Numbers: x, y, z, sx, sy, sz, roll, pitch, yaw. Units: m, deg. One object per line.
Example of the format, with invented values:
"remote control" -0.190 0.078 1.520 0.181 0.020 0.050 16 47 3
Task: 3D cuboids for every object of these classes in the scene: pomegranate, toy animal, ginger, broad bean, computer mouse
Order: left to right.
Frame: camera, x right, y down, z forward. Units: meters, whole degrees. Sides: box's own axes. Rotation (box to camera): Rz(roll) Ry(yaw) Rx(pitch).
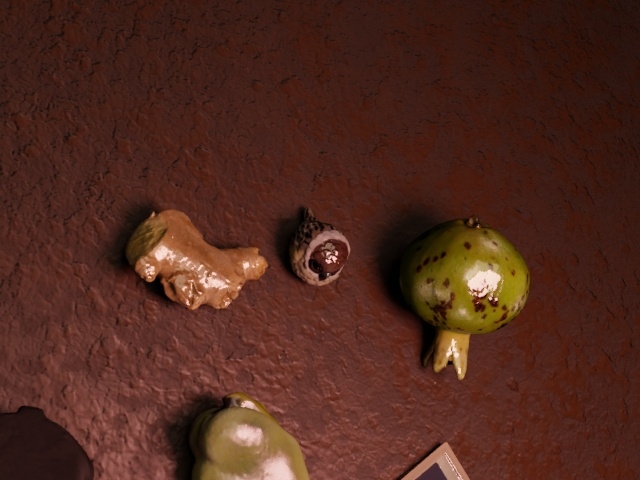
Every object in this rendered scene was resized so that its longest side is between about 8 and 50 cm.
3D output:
"computer mouse" -0.371 0.347 1.314 0.182 0.116 0.323 18 40 -16
"ginger" -0.176 0.040 1.609 0.213 0.074 0.138 26 59 -30
"broad bean" -0.097 0.322 1.539 0.169 0.100 0.228 -6 88 -27
"toy animal" 0.000 0.000 1.724 0.098 0.098 0.137 11 65 -30
"pomegranate" 0.225 0.086 1.792 0.211 0.211 0.263 4 104 -32

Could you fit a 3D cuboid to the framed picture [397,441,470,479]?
"framed picture" 0.155 0.463 1.692 0.281 0.019 0.209 -33 91 -37
